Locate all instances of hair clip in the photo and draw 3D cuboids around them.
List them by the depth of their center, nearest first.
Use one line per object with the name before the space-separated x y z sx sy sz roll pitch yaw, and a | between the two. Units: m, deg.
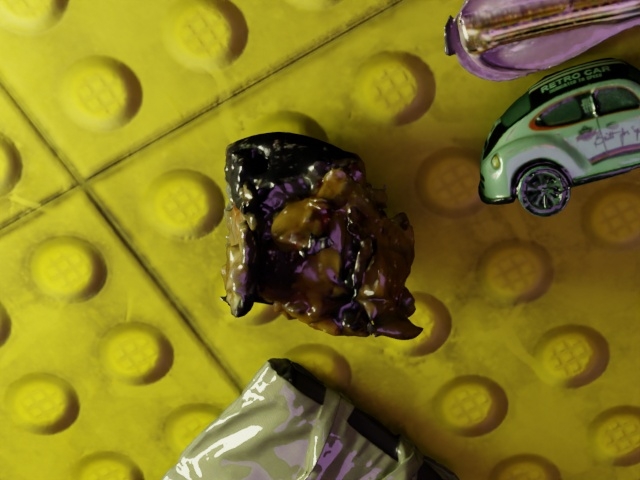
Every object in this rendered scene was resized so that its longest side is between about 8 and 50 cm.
hair clip | 0.293 -0.239 1.762 0.358 0.096 0.110 -7 155 14

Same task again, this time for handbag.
handbag | -0.008 0.298 2.044 0.316 0.109 0.253 35 111 -12

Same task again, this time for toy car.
toy car | 0.294 -0.119 1.788 0.305 0.136 0.125 -17 104 10

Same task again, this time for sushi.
sushi | 0.000 0.004 1.822 0.204 0.200 0.213 0 119 -4
